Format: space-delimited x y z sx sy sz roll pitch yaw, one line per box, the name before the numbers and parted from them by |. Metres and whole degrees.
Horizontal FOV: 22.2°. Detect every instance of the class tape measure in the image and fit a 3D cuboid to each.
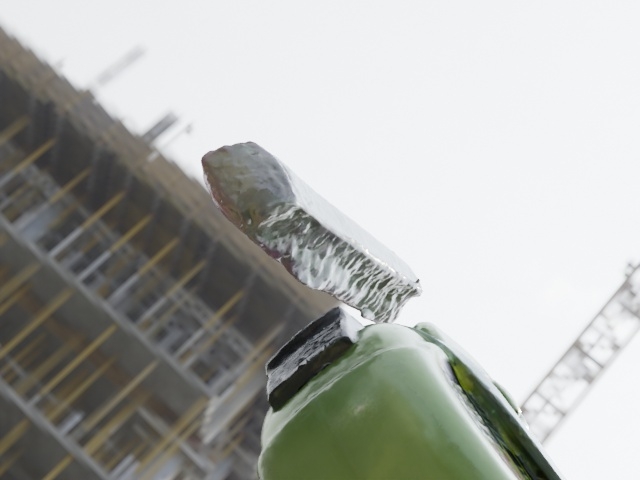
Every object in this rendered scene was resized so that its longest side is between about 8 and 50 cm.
tape measure | 0.042 0.098 0.559 0.177 0.087 0.154 53 7 36

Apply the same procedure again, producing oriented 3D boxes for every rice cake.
rice cake | 0.000 0.000 0.745 0.047 0.036 0.206 40 2 23
